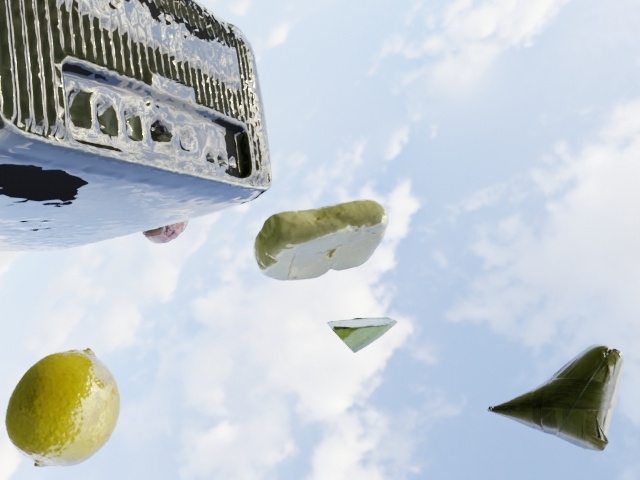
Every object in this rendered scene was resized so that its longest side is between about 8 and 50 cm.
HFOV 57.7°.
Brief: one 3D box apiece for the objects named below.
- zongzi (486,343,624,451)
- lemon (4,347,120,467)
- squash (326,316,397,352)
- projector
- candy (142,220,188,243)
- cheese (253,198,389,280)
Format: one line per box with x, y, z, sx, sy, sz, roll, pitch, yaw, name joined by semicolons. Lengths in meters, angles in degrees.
0.509;0.309;1.253;0.242;0.112;0.220;16;-98;22;zongzi
-0.428;0.279;0.980;0.178;0.178;0.203;-9;-125;41;lemon
0.114;0.254;1.542;0.184;0.085;0.192;-3;179;-2;squash
-0.315;-0.132;0.619;0.405;0.395;0.242;-11;-98;25;projector
-0.312;-0.041;1.165;0.103;0.043;0.103;-17;-136;17;candy
-0.001;-0.001;1.140;0.263;0.159;0.093;-12;-125;-18;cheese
